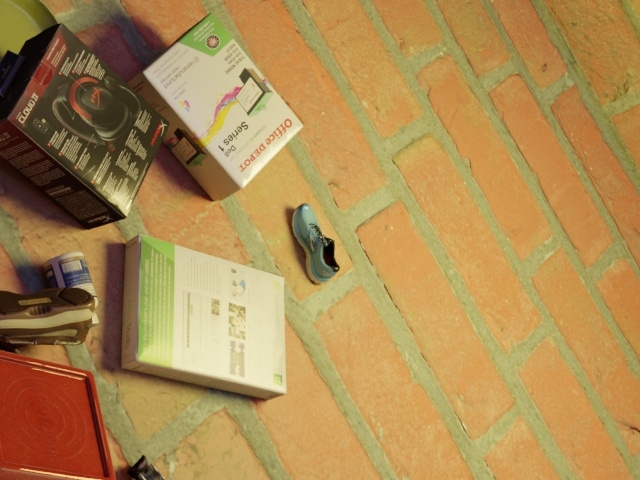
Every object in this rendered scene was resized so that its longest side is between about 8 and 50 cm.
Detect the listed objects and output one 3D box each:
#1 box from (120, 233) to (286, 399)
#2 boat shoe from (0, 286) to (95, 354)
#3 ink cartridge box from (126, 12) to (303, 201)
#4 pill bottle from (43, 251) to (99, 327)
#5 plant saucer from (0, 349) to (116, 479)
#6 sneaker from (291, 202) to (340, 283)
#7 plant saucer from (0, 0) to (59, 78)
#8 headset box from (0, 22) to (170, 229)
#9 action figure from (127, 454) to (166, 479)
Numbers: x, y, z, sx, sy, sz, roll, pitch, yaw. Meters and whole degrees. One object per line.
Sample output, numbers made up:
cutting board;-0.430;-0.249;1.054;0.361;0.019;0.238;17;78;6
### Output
box;-0.199;0.138;2.070;0.322;0.058;0.232;20;57;-38
boat shoe;-0.469;0.132;1.783;0.257;0.095;0.095;0;26;-24
ink cartridge box;-0.197;-0.244;2.186;0.278;0.117;0.201;50;59;-14
pill bottle;-0.396;0.084;1.896;0.067;0.067;0.120;-10;77;-46
plant saucer;-0.410;0.268;1.730;0.259;0.048;0.258;22;37;-43
sneaker;0.000;0.000;2.316;0.063;0.073;0.162;-13;80;-46
plant saucer;-0.537;-0.332;1.989;0.241;0.037;0.241;22;56;-36
headset box;-0.414;-0.194;1.944;0.293;0.110;0.218;43;50;-33
action figure;-0.210;0.472;1.853;0.285;0.099;0.185;44;63;-8
